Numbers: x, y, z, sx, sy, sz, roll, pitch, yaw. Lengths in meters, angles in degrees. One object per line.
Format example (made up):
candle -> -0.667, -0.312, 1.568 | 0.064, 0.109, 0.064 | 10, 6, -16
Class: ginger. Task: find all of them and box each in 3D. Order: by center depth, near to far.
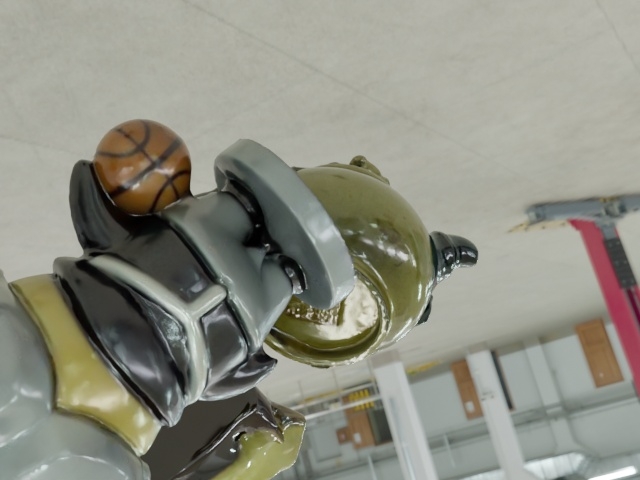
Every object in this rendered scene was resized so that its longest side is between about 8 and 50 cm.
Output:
ginger -> -0.257, 0.261, 0.988 | 0.413, 0.358, 0.211 | 26, 147, 10

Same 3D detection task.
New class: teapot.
teapot -> 0.000, 0.000, 0.662 | 0.269, 0.183, 0.173 | 11, 129, 8

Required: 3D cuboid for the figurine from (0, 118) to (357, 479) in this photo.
figurine -> -0.111, 0.043, 0.431 | 0.236, 0.176, 0.133 | -39, -169, -19
